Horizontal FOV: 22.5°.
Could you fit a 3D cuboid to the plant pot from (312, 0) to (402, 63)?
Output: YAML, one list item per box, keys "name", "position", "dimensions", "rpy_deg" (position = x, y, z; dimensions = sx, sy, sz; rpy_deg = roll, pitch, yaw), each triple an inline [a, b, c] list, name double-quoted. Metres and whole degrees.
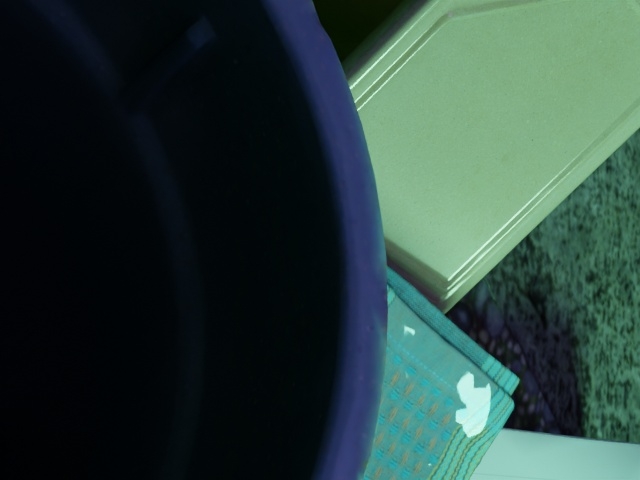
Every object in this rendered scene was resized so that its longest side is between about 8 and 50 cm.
- name: "plant pot"
  position: [0.034, -0.269, 0.870]
  dimensions: [0.275, 0.293, 0.274]
  rpy_deg: [-20, 139, -19]

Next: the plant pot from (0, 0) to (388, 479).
- name: "plant pot"
  position: [-0.208, 0.039, 0.511]
  dimensions: [0.341, 0.334, 0.341]
  rpy_deg: [10, 69, -25]

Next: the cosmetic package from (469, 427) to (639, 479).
- name: "cosmetic package"
  position: [0.108, 0.266, 1.068]
  dimensions: [0.377, 0.097, 0.284]
  rpy_deg: [13, 80, -46]

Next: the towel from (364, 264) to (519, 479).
- name: "towel"
  position: [-0.035, 0.181, 0.797]
  dimensions: [0.271, 0.040, 0.370]
  rpy_deg: [41, 72, -50]

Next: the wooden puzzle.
- name: "wooden puzzle"
  position: [0.085, -0.073, 0.845]
  dimensions: [0.221, 0.044, 0.239]
  rpy_deg: [-44, 146, 10]
